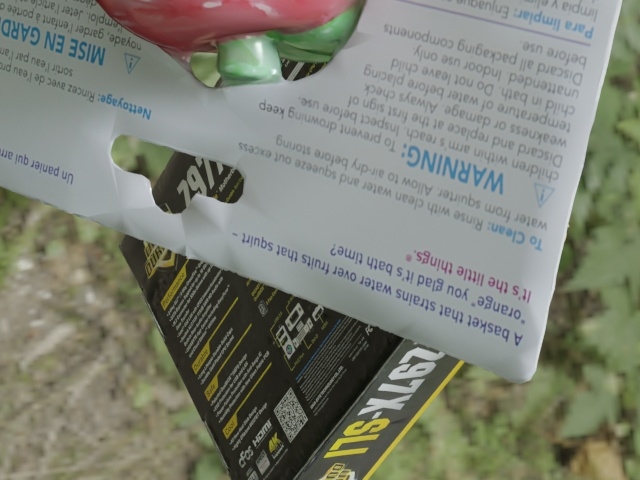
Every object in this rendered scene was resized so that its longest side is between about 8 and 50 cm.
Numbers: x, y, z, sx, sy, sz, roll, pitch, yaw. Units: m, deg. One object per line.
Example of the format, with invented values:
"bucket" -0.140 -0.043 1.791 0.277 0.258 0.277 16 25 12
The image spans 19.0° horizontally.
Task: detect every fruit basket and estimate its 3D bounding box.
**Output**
"fruit basket" -0.015 -0.169 0.635 0.165 0.327 0.353 -8 111 -50

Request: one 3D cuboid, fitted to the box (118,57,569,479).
"box" 0.000 0.000 1.276 0.079 0.322 0.257 -2 51 -37
